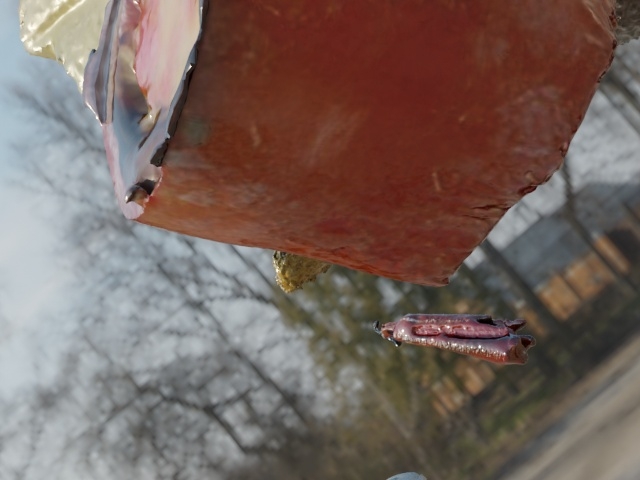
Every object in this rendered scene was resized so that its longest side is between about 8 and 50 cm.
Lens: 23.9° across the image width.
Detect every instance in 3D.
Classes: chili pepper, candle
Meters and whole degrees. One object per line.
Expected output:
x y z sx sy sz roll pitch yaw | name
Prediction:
0.027 -0.098 0.926 0.229 0.305 0.251 -148 76 -71 | chili pepper
0.193 0.143 2.257 0.302 0.059 0.084 2 26 42 | candle

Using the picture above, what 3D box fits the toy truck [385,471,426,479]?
0.017 0.407 1.609 0.367 0.175 0.146 -45 -6 10 | toy truck

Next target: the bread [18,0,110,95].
-0.056 -0.297 1.451 0.371 0.279 0.390 2 -70 -47 | bread

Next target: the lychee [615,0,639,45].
0.383 -0.412 2.199 0.300 0.300 0.300 -39 -8 -6 | lychee

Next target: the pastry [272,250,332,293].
0.000 0.000 1.806 0.140 0.056 0.080 -34 -43 -15 | pastry
